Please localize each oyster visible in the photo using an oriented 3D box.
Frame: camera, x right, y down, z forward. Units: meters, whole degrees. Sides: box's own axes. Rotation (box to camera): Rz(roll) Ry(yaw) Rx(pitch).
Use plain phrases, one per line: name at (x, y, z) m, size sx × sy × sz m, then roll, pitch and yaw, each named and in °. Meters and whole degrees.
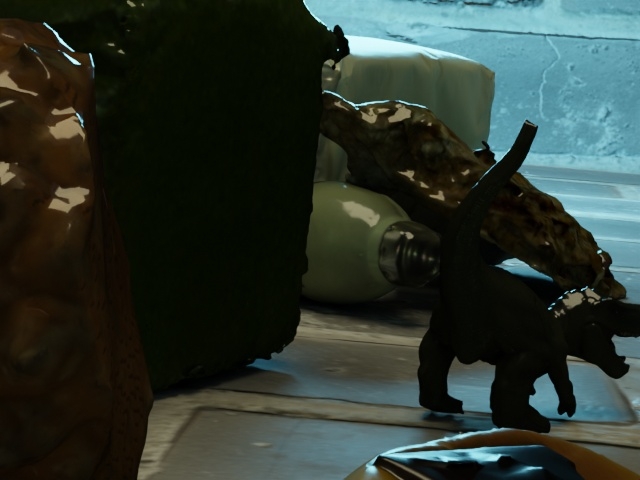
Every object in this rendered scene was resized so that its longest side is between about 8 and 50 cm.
oyster at (0.154, -0.021, 1.505) m, size 0.204 × 0.111 × 0.396 m, roll 23°, pitch -3°, yaw 34°

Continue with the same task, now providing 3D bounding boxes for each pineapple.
pineapple at (-0.251, 0.034, 0.697) m, size 0.357 × 0.222 × 0.223 m, roll -9°, pitch 8°, yaw -3°

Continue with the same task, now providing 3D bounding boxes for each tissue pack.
tissue pack at (-0.037, -0.097, 1.722) m, size 0.297 × 0.207 × 0.380 m, roll 9°, pitch 8°, yaw 24°

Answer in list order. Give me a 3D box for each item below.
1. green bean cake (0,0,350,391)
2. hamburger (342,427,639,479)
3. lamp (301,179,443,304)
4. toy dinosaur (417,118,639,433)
green bean cake at (-0.115, -0.043, 1.092) m, size 0.156 × 0.249 × 0.247 m, roll 9°, pitch 9°, yaw 28°
hamburger at (0.064, 0.122, 0.497) m, size 0.173 × 0.116 × 0.210 m, roll 18°, pitch 9°, yaw 27°
lamp at (0.000, 0.000, 1.427) m, size 0.101 × 0.101 × 0.250 m, roll -2°, pitch 6°, yaw -40°
toy dinosaur at (0.118, 0.018, 1.044) m, size 0.087 × 0.178 × 0.187 m, roll 11°, pitch 7°, yaw 36°
